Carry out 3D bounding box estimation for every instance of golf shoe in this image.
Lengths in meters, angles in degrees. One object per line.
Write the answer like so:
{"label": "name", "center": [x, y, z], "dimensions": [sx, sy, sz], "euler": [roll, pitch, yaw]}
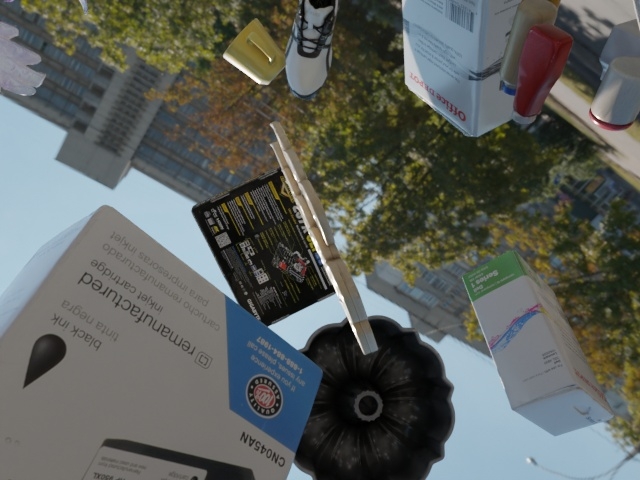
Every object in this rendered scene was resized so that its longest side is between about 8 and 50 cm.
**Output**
{"label": "golf shoe", "center": [-0.016, -0.316, 0.826], "dimensions": [0.077, 0.198, 0.094], "euler": [11, -169, 4]}

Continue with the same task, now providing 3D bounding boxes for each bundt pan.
{"label": "bundt pan", "center": [0.078, 0.307, 1.037], "dimensions": [0.331, 0.330, 0.124], "euler": [38, 167, 1]}

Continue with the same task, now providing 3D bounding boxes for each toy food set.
{"label": "toy food set", "center": [0.258, -0.164, 0.548], "dimensions": [0.111, 0.104, 0.232], "euler": [-22, -128, -21]}

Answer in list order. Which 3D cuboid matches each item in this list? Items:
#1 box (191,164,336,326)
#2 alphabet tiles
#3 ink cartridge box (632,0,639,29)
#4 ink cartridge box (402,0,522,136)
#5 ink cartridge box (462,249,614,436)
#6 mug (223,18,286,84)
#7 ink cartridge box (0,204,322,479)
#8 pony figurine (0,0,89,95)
{"label": "box", "center": [-0.109, 0.014, 1.251], "dimensions": [0.321, 0.257, 0.079], "euler": [65, 174, -11]}
{"label": "alphabet tiles", "center": [0.000, 0.000, 0.684], "dimensions": [0.278, 0.021, 0.284], "euler": [69, 177, -48]}
{"label": "ink cartridge box", "center": [0.215, -0.194, 0.341], "dimensions": [0.181, 0.056, 0.224], "euler": [34, -129, -48]}
{"label": "ink cartridge box", "center": [0.218, -0.323, 0.810], "dimensions": [0.197, 0.114, 0.272], "euler": [54, 164, 39]}
{"label": "ink cartridge box", "center": [0.390, 0.188, 0.996], "dimensions": [0.201, 0.117, 0.278], "euler": [35, -147, -39]}
{"label": "mug", "center": [-0.079, -0.226, 0.676], "dimensions": [0.064, 0.062, 0.078], "euler": [43, -153, -14]}
{"label": "ink cartridge box", "center": [-0.197, 0.217, 0.449], "dimensions": [0.285, 0.166, 0.394], "euler": [43, -131, -26]}
{"label": "pony figurine", "center": [-0.513, -0.384, 0.716], "dimensions": [0.351, 0.303, 0.363], "euler": [11, -120, -38]}
